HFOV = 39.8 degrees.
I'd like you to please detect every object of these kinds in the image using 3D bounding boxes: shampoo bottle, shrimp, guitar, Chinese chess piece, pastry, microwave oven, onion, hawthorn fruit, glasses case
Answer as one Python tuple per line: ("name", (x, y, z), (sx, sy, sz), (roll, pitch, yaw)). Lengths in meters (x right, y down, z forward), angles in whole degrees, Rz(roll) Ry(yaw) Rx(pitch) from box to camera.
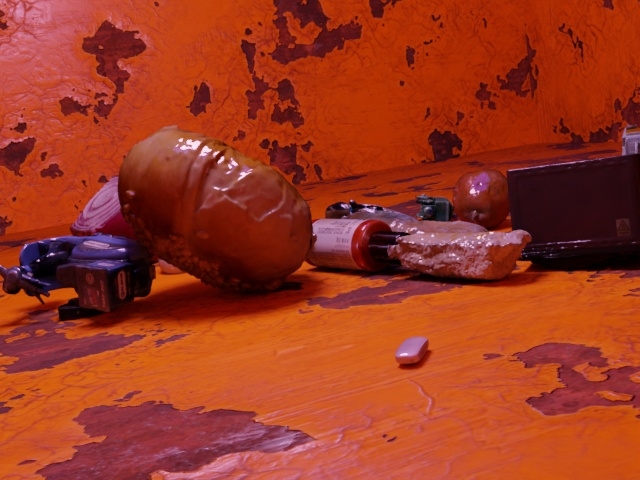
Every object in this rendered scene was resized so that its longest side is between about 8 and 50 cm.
("shampoo bottle", (0.078, 0.009, 1.785), (0.104, 0.105, 0.278), (-15, 11, -38))
("shrimp", (0.174, -0.024, 1.911), (0.221, 0.110, 0.445), (-13, 17, -42))
("guitar", (-0.477, 0.122, 1.804), (0.088, 0.025, 0.233), (-8, 8, -7))
("Chinese chess piece", (-0.322, 0.044, 2.093), (0.122, 0.051, 0.122), (-6, 8, 1))
("pastry", (-0.205, -0.047, 1.700), (0.409, 0.245, 0.409), (28, -6, 3))
("pastry", (0.256, 0.023, 1.591), (0.258, 0.089, 0.121), (3, 18, 45))
("microwave oven", (0.478, -0.051, 1.586), (0.247, 0.188, 0.178), (-7, 2, 33))
("onion", (-0.486, -0.033, 2.267), (0.206, 0.207, 0.216), (17, 66, 44))
("hawthorn fruit", (0.373, -0.081, 2.089), (0.149, 0.149, 0.189), (2, 48, 46))
("glasses case", (0.120, 0.144, 1.159), (0.032, 0.021, 0.083), (-2, 10, 18))

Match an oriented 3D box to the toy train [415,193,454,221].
("toy train", (0.297, -0.082, 2.308), (0.099, 0.070, 0.172), (0, 8, 4))

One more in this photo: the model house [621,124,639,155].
("model house", (0.715, -0.125, 1.792), (0.224, 0.199, 0.215), (-3, 27, 22))

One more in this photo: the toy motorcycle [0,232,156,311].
("toy motorcycle", (-0.488, 0.056, 1.736), (0.358, 0.125, 0.212), (5, 13, 31))
